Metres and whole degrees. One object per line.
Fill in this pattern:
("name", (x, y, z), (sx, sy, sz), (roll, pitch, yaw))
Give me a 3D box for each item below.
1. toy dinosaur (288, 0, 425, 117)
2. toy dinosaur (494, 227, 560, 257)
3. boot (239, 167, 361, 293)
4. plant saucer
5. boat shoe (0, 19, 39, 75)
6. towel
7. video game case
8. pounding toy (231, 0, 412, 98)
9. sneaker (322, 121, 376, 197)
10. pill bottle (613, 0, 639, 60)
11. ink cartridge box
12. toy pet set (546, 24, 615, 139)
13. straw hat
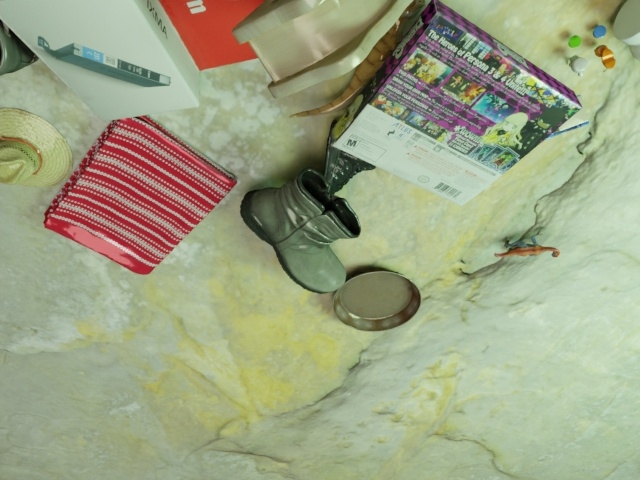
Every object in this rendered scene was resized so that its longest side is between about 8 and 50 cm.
("toy dinosaur", (0.069, -0.215, 0.650), (0.112, 0.064, 0.211), (36, 112, -12))
("toy dinosaur", (0.357, 0.021, 0.841), (0.082, 0.090, 0.047), (15, 136, 49))
("boot", (0.000, 0.000, 0.767), (0.161, 0.083, 0.246), (-9, 135, 44))
("plant saucer", (0.106, 0.111, 0.941), (0.168, 0.029, 0.168), (0, 131, 0))
("boat shoe", (-0.403, -0.320, 0.478), (0.112, 0.095, 0.335), (-18, 129, 13))
("towel", (-0.291, -0.061, 0.785), (0.199, 0.031, 0.275), (34, 122, -28))
("video game case", (0.165, -0.154, 0.628), (0.232, 0.042, 0.210), (20, 138, -23))
("pounding toy", (0.003, -0.288, 0.500), (0.154, 0.269, 0.155), (10, 146, 46))
("sneaker", (0.050, -0.115, 0.730), (0.089, 0.051, 0.170), (8, 127, -2))
("pill bottle", (0.441, -0.247, 0.601), (0.152, 0.086, 0.086), (16, 129, -15))
("ink cartridge box", (-0.186, -0.250, 0.515), (0.261, 0.066, 0.296), (-8, 159, 7))
("toy pet set", (0.326, -0.204, 0.669), (0.122, 0.065, 0.114), (-19, 94, 11))
("straw hat", (-0.443, -0.114, 0.715), (0.144, 0.061, 0.144), (0, 130, 0))
